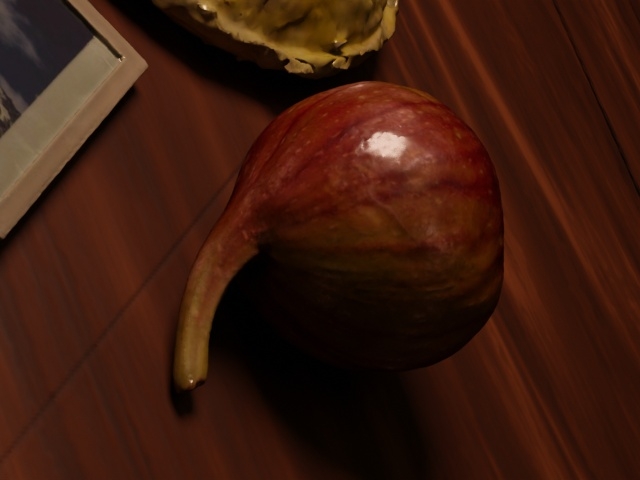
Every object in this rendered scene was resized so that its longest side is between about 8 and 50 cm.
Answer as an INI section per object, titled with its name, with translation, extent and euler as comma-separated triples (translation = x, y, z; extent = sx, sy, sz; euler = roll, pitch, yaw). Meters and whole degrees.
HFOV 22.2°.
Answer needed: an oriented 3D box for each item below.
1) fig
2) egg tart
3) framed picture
[fig]
translation = 0.002, -0.007, 0.953
extent = 0.207, 0.175, 0.175
euler = -3, 63, -29
[egg tart]
translation = -0.047, -0.270, 1.114
extent = 0.341, 0.132, 0.341
euler = 31, 43, -33
[framed picture]
translation = -0.232, -0.147, 0.894
extent = 0.281, 0.019, 0.209
euler = 45, 36, -14
